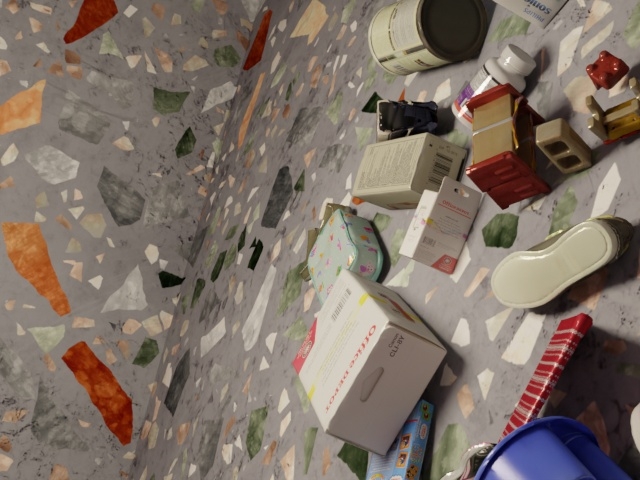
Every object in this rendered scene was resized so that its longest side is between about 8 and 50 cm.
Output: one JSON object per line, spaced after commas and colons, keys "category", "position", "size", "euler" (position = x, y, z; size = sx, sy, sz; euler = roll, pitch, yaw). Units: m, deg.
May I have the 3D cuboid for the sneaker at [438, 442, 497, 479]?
{"category": "sneaker", "position": [0.288, 0.440, 1.585], "size": [0.178, 0.072, 0.077], "euler": [-60, 36, 36]}

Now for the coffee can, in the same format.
{"category": "coffee can", "position": [0.275, -0.551, 2.269], "size": [0.275, 0.201, 0.201], "euler": [5, 75, 65]}

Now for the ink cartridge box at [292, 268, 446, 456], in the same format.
{"category": "ink cartridge box", "position": [0.096, 0.263, 1.946], "size": [0.279, 0.160, 0.384], "euler": [-61, 17, 8]}

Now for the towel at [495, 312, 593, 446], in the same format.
{"category": "towel", "position": [0.372, 0.246, 1.445], "size": [0.275, 0.031, 0.199], "euler": [-61, -11, -4]}

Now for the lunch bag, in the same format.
{"category": "lunch bag", "position": [0.062, 0.061, 2.311], "size": [0.224, 0.108, 0.279], "euler": [-64, 22, 23]}

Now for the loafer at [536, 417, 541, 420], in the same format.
{"category": "loafer", "position": [0.401, 0.337, 1.464], "size": [0.125, 0.039, 0.045], "euler": [-135, 36, -67]}

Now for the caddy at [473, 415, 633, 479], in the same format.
{"category": "caddy", "position": [0.321, 0.432, 1.295], "size": [0.341, 0.241, 0.179], "euler": [-64, 28, 7]}

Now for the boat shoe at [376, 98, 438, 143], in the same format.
{"category": "boat shoe", "position": [0.227, -0.300, 2.285], "size": [0.340, 0.158, 0.127], "euler": [-38, -52, -86]}

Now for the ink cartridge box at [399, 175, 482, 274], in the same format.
{"category": "ink cartridge box", "position": [0.272, -0.038, 1.946], "size": [0.198, 0.115, 0.067], "euler": [-67, 24, 0]}

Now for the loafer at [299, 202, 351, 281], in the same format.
{"category": "loafer", "position": [0.000, 0.000, 2.490], "size": [0.251, 0.087, 0.094], "euler": [-62, -2, 1]}

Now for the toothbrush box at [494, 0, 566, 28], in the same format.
{"category": "toothbrush box", "position": [0.436, -0.650, 1.999], "size": [0.126, 0.216, 0.295], "euler": [-51, 28, 34]}

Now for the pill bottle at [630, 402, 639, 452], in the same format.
{"category": "pill bottle", "position": [0.555, 0.192, 1.092], "size": [0.301, 0.169, 0.169], "euler": [-53, 28, 30]}

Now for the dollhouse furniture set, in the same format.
{"category": "dollhouse furniture set", "position": [0.474, -0.228, 1.699], "size": [0.374, 0.152, 0.201], "euler": [-20, 49, 37]}

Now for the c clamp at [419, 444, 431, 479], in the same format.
{"category": "c clamp", "position": [0.199, 0.514, 1.745], "size": [0.137, 0.022, 0.160], "euler": [-56, 26, 24]}

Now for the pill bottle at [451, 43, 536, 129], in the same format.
{"category": "pill bottle", "position": [0.395, -0.345, 1.958], "size": [0.193, 0.108, 0.108], "euler": [-52, 28, 31]}

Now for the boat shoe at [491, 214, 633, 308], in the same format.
{"category": "boat shoe", "position": [0.435, 0.041, 1.571], "size": [0.305, 0.091, 0.109], "euler": [-38, 75, 52]}

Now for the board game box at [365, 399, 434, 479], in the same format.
{"category": "board game box", "position": [0.161, 0.452, 1.822], "size": [0.160, 0.039, 0.211], "euler": [-33, 34, 56]}

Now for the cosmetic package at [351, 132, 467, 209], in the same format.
{"category": "cosmetic package", "position": [0.217, -0.166, 2.156], "size": [0.296, 0.129, 0.153], "euler": [3, 75, 64]}
